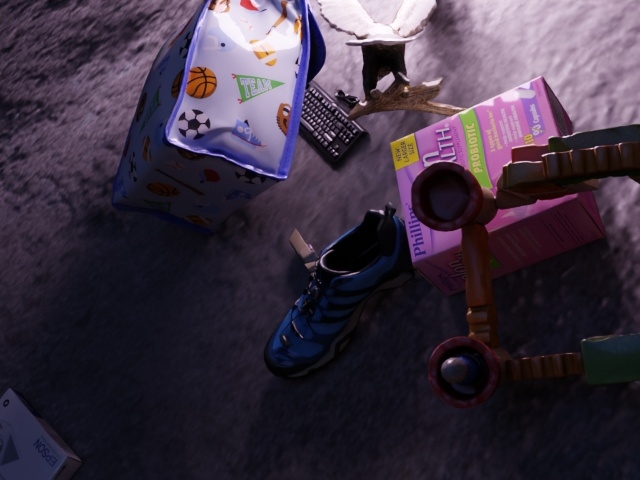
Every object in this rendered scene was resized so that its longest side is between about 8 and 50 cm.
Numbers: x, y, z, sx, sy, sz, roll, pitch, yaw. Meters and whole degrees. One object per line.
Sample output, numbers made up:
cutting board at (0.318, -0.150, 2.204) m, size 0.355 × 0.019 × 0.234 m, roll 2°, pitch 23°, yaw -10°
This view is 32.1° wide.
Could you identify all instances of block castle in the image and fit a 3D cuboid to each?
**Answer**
block castle at (0.341, 0.025, 1.277) m, size 0.453 × 0.213 × 0.303 m, roll -8°, pitch 83°, yaw 24°

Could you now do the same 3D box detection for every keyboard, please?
keyboard at (0.013, -0.210, 1.846) m, size 0.108 × 0.023 × 0.180 m, roll -45°, pitch 49°, yaw 4°

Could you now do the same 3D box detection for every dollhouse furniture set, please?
dollhouse furniture set at (0.000, 0.000, 1.704) m, size 0.081 × 0.091 × 0.114 m, roll -31°, pitch 46°, yaw -4°

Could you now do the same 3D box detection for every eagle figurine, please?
eagle figurine at (0.098, -0.328, 1.751) m, size 0.225 × 0.226 × 0.298 m, roll -28°, pitch 54°, yaw 44°

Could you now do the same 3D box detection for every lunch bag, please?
lunch bag at (-0.157, -0.241, 1.775) m, size 0.328 × 0.238 × 0.386 m, roll -31°, pitch 46°, yaw 58°

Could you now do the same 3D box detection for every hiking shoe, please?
hiking shoe at (0.013, 0.069, 1.608) m, size 0.304 × 0.132 × 0.113 m, roll -47°, pitch 50°, yaw 5°

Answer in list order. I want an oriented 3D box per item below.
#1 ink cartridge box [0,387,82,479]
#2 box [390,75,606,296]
ink cartridge box at (-0.526, 0.392, 1.848) m, size 0.223 × 0.045 × 0.224 m, roll 33°, pitch 85°, yaw 41°
box at (0.241, -0.073, 1.549) m, size 0.242 × 0.117 × 0.214 m, roll -23°, pitch 54°, yaw 22°
